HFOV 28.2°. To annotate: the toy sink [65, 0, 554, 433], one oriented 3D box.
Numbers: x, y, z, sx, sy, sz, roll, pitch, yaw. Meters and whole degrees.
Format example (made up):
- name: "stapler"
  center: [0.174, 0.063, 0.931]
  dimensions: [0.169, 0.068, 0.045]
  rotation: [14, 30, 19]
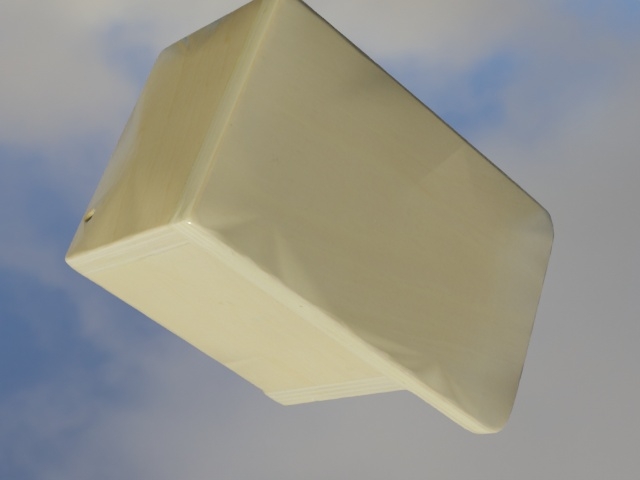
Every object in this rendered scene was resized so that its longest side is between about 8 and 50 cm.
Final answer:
- name: "toy sink"
  center: [0.000, 0.000, 0.727]
  dimensions: [0.131, 0.234, 0.153]
  rotation: [-16, -133, 48]
